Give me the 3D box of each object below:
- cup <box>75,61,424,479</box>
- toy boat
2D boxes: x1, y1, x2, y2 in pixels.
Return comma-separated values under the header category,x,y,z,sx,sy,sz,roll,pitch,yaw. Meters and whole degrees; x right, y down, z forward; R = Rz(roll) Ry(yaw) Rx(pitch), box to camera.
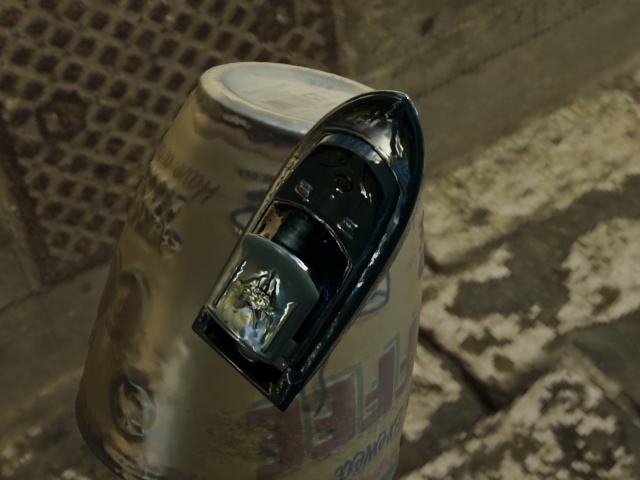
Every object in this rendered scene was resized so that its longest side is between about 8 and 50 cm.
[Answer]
category,x,y,z,sx,sy,sz,roll,pitch,yaw
cup,-0.012,0.013,0.865,0.301,0.227,0.257,-31,141,-61
toy boat,0.000,0.000,0.473,0.060,0.055,0.141,-27,154,-55
